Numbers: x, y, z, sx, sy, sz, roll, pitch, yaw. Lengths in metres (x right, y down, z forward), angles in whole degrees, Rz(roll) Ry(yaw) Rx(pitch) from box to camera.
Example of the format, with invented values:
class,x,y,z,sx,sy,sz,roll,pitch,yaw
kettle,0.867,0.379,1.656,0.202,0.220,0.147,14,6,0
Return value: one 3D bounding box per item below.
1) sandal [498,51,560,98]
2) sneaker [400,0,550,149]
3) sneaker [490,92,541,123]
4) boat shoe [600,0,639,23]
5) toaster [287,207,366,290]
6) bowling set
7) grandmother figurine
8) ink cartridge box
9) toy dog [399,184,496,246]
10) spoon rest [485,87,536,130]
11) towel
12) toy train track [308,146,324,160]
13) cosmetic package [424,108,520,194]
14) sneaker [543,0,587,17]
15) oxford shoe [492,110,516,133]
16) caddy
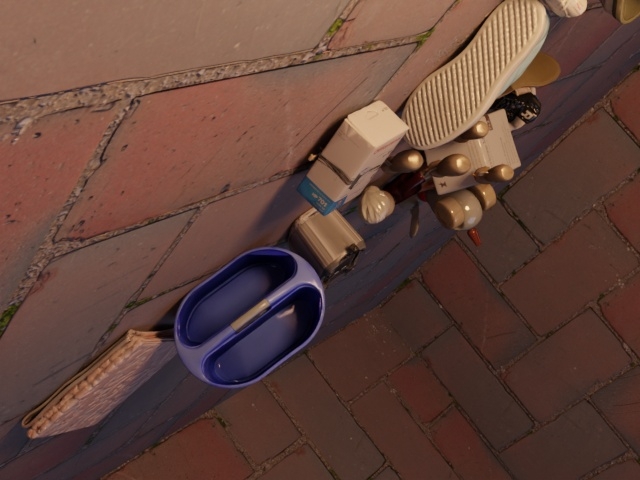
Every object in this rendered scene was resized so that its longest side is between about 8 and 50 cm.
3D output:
class,x,y,z,sx,sy,sz,roll,pitch,yaw
sandal,0.460,-0.382,2.014,0.240,0.088,0.079,-24,177,-30
sneaker,0.315,-0.313,1.655,0.366,0.135,0.150,-43,164,26
sneaker,0.485,-0.342,2.106,0.217,0.121,0.079,-26,162,-48
boat shoe,0.575,-0.553,1.600,0.113,0.103,0.302,-30,147,-15
toaster,0.011,0.009,1.939,0.129,0.146,0.227,-36,169,-17
bowling set,0.285,-0.227,1.857,0.286,0.200,0.154,9,177,-15
grandmother figurine,0.229,-0.142,2.141,0.342,0.104,0.208,-32,173,-30
ink cartridge box,0.059,-0.152,1.568,0.139,0.082,0.191,-34,167,-50
toy dog,0.335,-0.071,2.238,0.220,0.161,0.334,-20,-164,-3
spoon rest,0.470,-0.312,2.223,0.276,0.084,0.137,-35,-152,-27
towel,-0.463,0.309,1.881,0.332,0.053,0.317,-40,168,6
toy train track,-0.003,-0.161,1.557,0.048,0.014,0.083,-51,170,28
cosmetic package,0.363,-0.215,2.037,0.151,0.151,0.183,-14,-172,38
sneaker,0.429,-0.454,1.501,0.090,0.115,0.232,-44,168,21
oxford shoe,0.486,-0.316,2.376,0.227,0.083,0.096,-44,-170,19
caddy,-0.153,0.167,1.827,0.341,0.241,0.179,-37,175,-10
